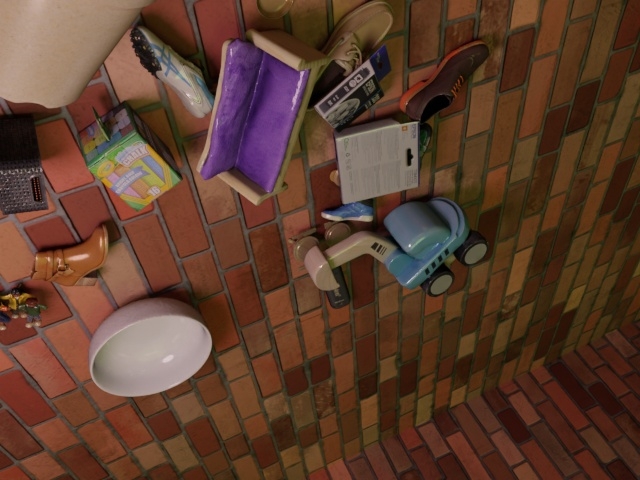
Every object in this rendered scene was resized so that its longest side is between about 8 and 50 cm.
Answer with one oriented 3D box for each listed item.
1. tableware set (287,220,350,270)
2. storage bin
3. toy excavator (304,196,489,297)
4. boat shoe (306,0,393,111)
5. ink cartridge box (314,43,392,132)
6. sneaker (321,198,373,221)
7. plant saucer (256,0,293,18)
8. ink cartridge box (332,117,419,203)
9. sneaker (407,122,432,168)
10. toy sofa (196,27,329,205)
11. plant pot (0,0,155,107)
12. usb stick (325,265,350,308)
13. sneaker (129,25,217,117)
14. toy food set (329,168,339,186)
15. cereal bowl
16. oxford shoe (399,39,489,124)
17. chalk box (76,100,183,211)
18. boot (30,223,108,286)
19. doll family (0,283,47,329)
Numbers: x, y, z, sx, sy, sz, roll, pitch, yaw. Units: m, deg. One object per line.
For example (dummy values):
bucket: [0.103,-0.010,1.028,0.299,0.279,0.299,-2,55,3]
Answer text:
tableware set: [0.000,0.000,1.797,0.194,0.039,0.128,-23,128,-19]
storage bin: [-0.587,-0.148,1.168,0.084,0.180,0.122,-10,135,-24]
toy excavator: [0.220,0.015,1.813,0.433,0.222,0.445,-46,135,14]
boat shoe: [0.056,-0.414,1.367,0.302,0.098,0.109,-40,139,9]
ink cartridge box: [0.093,-0.350,1.420,0.208,0.045,0.206,-41,173,9]
sneaker: [0.079,-0.101,1.733,0.152,0.058,0.085,2,104,-4]
plant saucer: [-0.097,-0.503,1.247,0.083,0.015,0.083,-18,138,-17]
ink cartridge box: [0.153,-0.215,1.612,0.223,0.045,0.223,-12,132,-5]
sneaker: [0.261,-0.243,1.702,0.098,0.083,0.224,-18,148,-44]
toy sofa: [-0.132,-0.262,1.317,0.177,0.150,0.363,-31,150,-49]
plant pot: [-0.432,-0.391,0.948,0.333,0.334,0.305,12,134,-39]
usb stick: [0.043,0.131,1.947,0.077,0.045,0.278,-27,140,-7]
sneaker: [-0.295,-0.353,1.233,0.086,0.085,0.237,-55,138,-12]
toy food set: [0.071,-0.183,1.669,0.083,0.020,0.082,-42,139,11]
cereal bowl: [-0.485,0.281,1.693,0.338,0.141,0.339,-18,137,-17]
oxford shoe: [0.338,-0.401,1.555,0.271,0.098,0.097,-41,139,11]
chalk box: [-0.417,-0.189,1.272,0.132,0.132,0.213,-35,139,3]
boot: [-0.597,0.035,1.434,0.152,0.073,0.197,9,122,-33]
doll family: [-0.762,0.154,1.446,0.192,0.076,0.111,-5,138,-24]
